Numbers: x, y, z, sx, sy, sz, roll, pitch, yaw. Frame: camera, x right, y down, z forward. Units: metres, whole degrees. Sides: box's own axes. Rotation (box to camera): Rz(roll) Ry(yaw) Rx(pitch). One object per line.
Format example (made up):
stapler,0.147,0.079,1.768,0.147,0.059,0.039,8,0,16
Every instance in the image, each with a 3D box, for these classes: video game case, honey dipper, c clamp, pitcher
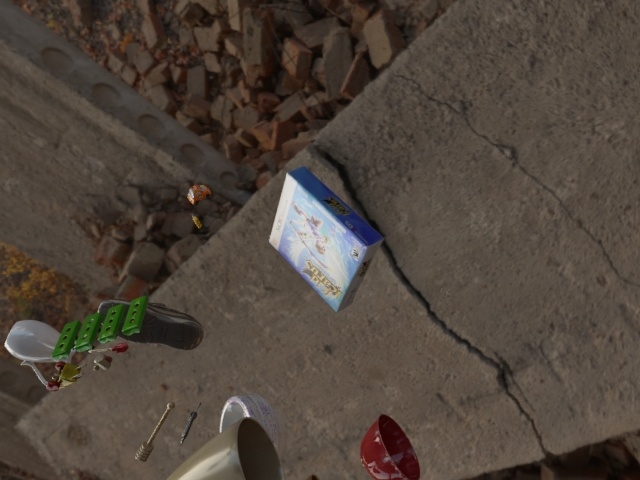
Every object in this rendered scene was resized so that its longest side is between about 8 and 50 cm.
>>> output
video game case,0.000,0.000,1.231,0.269,0.061,0.244,44,141,23
honey dipper,-0.385,0.447,1.221,0.031,0.030,0.160,32,94,22
c clamp,-0.398,0.554,1.571,0.022,0.137,0.160,26,158,-6
pitcher,-0.885,0.356,1.640,0.207,0.177,0.125,24,159,-15

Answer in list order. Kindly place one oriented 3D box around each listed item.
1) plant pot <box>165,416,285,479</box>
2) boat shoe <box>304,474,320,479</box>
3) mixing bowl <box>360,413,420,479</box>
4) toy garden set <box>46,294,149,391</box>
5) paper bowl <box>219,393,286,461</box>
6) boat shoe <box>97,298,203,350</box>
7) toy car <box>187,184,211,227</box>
plant pot,-0.267,0.636,1.343,0.274,0.256,0.256,-27,86,8
boat shoe,0.004,0.539,1.033,0.060,0.064,0.178,-58,29,-1
mixing bowl,0.168,0.559,1.350,0.098,0.181,0.181,-37,81,17
toy garden set,-0.535,0.256,1.257,0.245,0.203,0.049,-20,126,11
paper bowl,-0.216,0.655,1.717,0.284,0.148,0.283,-11,76,55
boat shoe,-0.580,0.281,1.780,0.356,0.130,0.132,23,97,-18
toy car,-0.297,-0.094,1.287,0.040,0.060,0.122,77,171,-55
